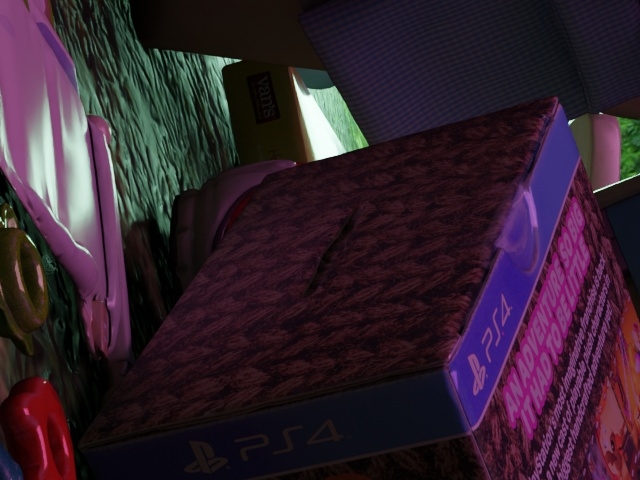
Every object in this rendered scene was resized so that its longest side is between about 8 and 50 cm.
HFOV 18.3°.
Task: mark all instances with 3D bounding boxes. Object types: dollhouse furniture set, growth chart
[{"bbox_3d":[0.084,-0.011,0.956,0.198,0.286,0.303,-104,169,-47],"label":"dollhouse furniture set"},{"bbox_3d":[-0.112,-0.065,0.705,0.237,0.021,0.172,66,11,-47],"label":"growth chart"}]

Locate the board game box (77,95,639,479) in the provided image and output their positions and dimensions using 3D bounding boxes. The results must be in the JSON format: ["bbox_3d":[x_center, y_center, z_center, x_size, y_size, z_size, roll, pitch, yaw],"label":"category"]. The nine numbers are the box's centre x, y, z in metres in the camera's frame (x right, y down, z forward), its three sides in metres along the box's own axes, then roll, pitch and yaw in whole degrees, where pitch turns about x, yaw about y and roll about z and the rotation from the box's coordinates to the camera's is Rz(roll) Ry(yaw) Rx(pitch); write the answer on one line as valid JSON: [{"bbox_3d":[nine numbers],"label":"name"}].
[{"bbox_3d":[0.060,0.129,0.789,0.291,0.141,0.232,67,24,-18],"label":"board game box"}]

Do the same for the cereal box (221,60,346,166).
[{"bbox_3d":[0.000,0.000,1.279,0.240,0.047,0.173,55,21,-70],"label":"cereal box"}]

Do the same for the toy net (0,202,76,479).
[{"bbox_3d":[-0.092,0.080,0.473,0.122,0.045,0.232,63,15,-64],"label":"toy net"}]

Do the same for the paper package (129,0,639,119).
[{"bbox_3d":[0.078,-0.244,0.997,0.168,0.309,0.325,-105,-153,-48],"label":"paper package"}]

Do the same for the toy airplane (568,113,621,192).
[{"bbox_3d":[0.168,0.169,1.274,0.384,0.272,0.386,-81,173,-50],"label":"toy airplane"}]

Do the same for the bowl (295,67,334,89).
[{"bbox_3d":[0.029,-0.272,1.314,0.311,0.163,0.311,41,41,-49],"label":"bowl"}]

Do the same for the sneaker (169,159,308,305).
[{"bbox_3d":[0.018,0.091,0.946,0.107,0.118,0.279,-86,158,-66],"label":"sneaker"}]
